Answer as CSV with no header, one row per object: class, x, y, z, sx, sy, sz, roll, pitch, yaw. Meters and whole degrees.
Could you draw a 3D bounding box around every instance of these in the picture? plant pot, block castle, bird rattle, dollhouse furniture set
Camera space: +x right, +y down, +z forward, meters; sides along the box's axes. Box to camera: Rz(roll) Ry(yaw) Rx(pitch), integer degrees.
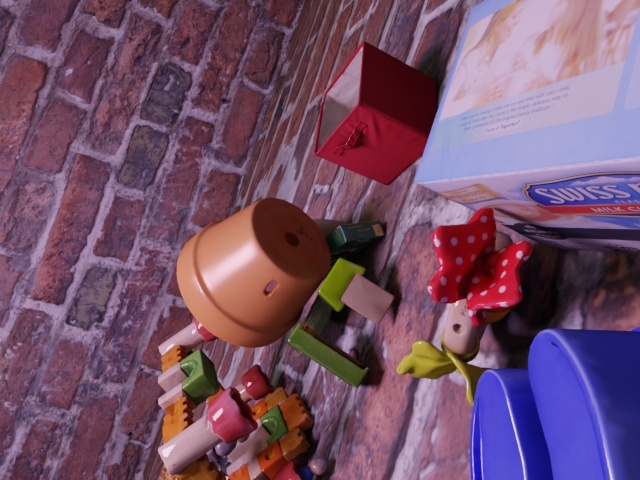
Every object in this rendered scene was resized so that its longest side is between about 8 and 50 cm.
plant pot,-0.118,0.048,0.989,0.203,0.291,0.290,-41,34,34
block castle,-0.172,0.347,1.013,0.213,0.302,0.453,-34,23,-7
bird rattle,0.180,0.068,0.576,0.207,0.143,0.253,-40,-47,-50
plant pot,0.000,0.000,1.212,0.109,0.096,0.108,-20,54,63
dollhouse furniture set,0.042,0.173,1.002,0.197,0.151,0.301,-57,-3,-13

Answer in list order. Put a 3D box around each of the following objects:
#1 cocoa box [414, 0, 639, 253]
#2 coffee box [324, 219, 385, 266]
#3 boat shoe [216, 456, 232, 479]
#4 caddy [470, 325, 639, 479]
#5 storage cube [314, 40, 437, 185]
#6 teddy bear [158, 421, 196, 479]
cocoa box,0.294,-0.124,0.426,0.347,0.228,0.231,7,78,68
coffee box,0.047,0.013,1.062,0.184,0.113,0.040,-40,64,54
boat shoe,-0.202,0.545,1.196,0.303,0.115,0.091,-29,51,58
caddy,0.236,0.222,0.343,0.241,0.180,0.340,102,175,-59
storage cube,0.119,-0.263,1.025,0.184,0.193,0.214,-41,36,51
teddy bear,-0.322,0.608,1.252,0.337,0.113,0.244,99,-174,-60
